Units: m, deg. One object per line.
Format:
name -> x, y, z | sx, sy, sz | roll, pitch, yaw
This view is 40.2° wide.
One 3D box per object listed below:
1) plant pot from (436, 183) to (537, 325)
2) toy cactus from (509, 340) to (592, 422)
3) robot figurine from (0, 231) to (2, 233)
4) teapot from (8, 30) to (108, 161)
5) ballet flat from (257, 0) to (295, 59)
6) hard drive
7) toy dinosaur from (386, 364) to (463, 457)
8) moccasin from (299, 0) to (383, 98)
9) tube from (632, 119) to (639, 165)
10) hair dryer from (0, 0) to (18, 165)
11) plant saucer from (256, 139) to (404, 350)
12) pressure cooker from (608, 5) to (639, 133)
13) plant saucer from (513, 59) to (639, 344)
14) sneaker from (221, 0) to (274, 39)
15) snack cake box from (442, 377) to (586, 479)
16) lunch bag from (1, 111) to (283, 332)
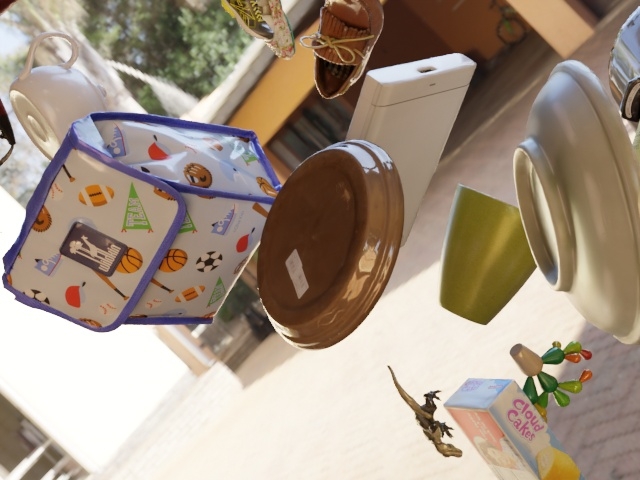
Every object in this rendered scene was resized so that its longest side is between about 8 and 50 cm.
plant pot -> 0.404, 0.048, 2.143 | 0.275, 0.274, 0.294 | -76, 9, -84
toy cactus -> 0.450, 0.272, 1.789 | 0.219, 0.180, 0.112 | -47, 21, -5
robot figurine -> -0.589, -0.028, 1.456 | 0.101, 0.115, 0.067 | 77, -162, -48
teapot -> -0.572, -0.305, 1.995 | 0.187, 0.252, 0.256 | -39, -7, -25
ballet flat -> -0.122, -0.495, 1.851 | 0.077, 0.241, 0.091 | -22, 12, -31
hard drive -> 0.107, -0.111, 1.370 | 0.233, 0.047, 0.353 | -22, -39, -44
toy dinosaur -> 0.242, 0.391, 1.963 | 0.064, 0.268, 0.118 | -35, 2, -27
moccasin -> 0.041, -0.432, 1.893 | 0.147, 0.139, 0.380 | -58, -1, -19
tube -> 0.534, -0.103, 1.461 | 0.070, 0.062, 0.240 | 35, -107, -58
hair dryer -> -0.493, -0.251, 1.206 | 0.223, 0.080, 0.294 | 23, -81, -51
plant saucer -> 0.000, 0.000, 1.108 | 0.278, 0.041, 0.278 | -28, 53, 45
pressure cooker -> 0.804, -0.304, 1.775 | 0.369, 0.375, 0.420 | -35, 27, 20
plant saucer -> 0.346, -0.042, 1.214 | 0.100, 0.401, 0.400 | -15, 5, 3
sneaker -> -0.088, -0.285, 1.097 | 0.035, 0.083, 0.031 | -51, -6, 30
snack cake box -> 0.378, 0.396, 1.710 | 0.089, 0.264, 0.152 | -41, 12, -23
lunch bag -> -0.290, -0.025, 1.436 | 0.385, 0.239, 0.328 | 7, -52, -43
